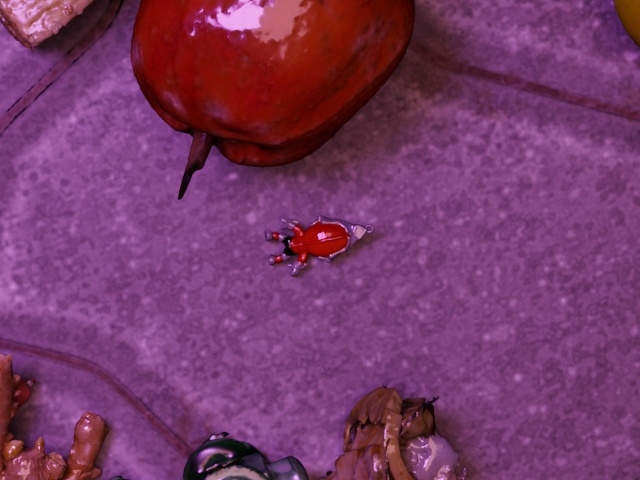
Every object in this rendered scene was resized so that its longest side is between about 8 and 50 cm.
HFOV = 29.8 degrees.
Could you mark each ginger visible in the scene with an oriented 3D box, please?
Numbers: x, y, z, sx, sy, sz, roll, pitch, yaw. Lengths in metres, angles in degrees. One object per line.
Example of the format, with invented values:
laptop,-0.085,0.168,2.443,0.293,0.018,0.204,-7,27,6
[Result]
ginger,-0.303,0.195,1.179,0.193,0.052,0.176,6,98,-19

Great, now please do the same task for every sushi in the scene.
sushi,0.083,0.293,1.218,0.131,0.139,0.291,-13,92,-26

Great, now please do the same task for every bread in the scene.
bread,-0.293,-0.296,1.178,0.138,0.102,0.196,-39,97,-2

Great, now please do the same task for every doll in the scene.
doll,0.000,0.000,1.241,0.114,0.039,0.057,-10,69,2

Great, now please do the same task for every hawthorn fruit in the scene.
hawthorn fruit,-0.058,-0.168,1.124,0.254,0.254,0.300,24,77,-6

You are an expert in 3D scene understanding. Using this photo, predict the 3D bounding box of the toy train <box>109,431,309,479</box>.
toy train,-0.123,0.315,1.174,0.266,0.145,0.202,-20,95,-5

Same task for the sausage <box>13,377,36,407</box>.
sausage,-0.380,0.202,1.203,0.223,0.029,0.029,-34,93,-5

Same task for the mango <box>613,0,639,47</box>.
mango,0.390,-0.311,1.229,0.185,0.149,0.273,3,85,-4
